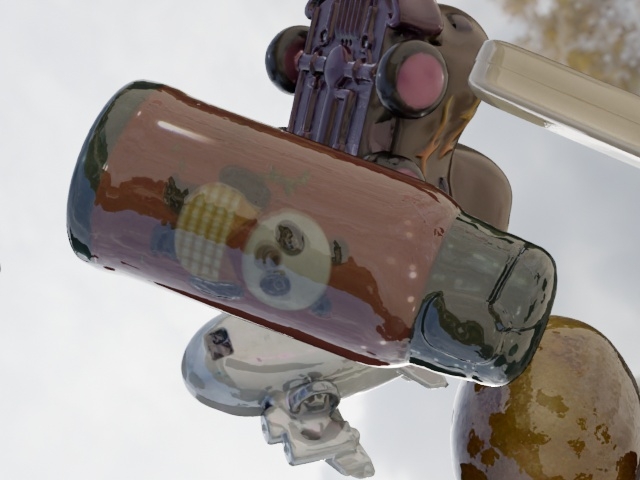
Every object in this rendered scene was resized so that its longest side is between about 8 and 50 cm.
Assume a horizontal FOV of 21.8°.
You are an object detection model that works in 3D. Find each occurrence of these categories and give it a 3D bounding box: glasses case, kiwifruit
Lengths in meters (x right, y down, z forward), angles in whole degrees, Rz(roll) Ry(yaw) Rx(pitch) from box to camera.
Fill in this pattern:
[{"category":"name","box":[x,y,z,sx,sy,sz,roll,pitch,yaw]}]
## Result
[{"category":"glasses case","box":[0.219,-0.111,1.394,0.050,0.196,0.083,-65,-13,-4]},{"category":"kiwifruit","box":[0.221,0.180,1.616,0.196,0.196,0.234,48,-143,-30]}]

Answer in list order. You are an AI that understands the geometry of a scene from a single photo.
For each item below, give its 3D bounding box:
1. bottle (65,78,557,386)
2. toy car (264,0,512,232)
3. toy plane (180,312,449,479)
[{"category":"bottle","box":[0.000,0.000,1.164,0.144,0.336,0.144,19,-90,-78]},{"category":"toy car","box":[0.087,-0.105,1.744,0.240,0.271,0.340,9,-84,-31]},{"category":"toy plane","box":[-0.005,0.104,1.470,0.117,0.245,0.244,102,175,-49]}]
